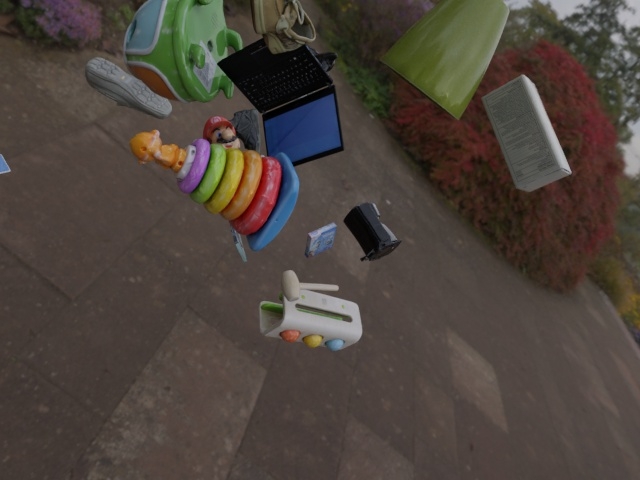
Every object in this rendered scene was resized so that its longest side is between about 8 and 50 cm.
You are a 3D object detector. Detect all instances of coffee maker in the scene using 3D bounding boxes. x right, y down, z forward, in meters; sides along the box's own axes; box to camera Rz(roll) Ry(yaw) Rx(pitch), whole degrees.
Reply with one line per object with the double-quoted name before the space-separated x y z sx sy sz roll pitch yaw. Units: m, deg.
"coffee maker" 0.163 -0.033 1.833 0.178 0.120 0.171 56 25 18

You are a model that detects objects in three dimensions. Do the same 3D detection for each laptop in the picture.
"laptop" -0.094 -0.312 1.255 0.264 0.234 0.137 45 47 -36

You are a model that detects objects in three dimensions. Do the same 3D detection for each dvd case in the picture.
"dvd case" -0.253 -0.003 1.664 0.087 0.013 0.120 73 -3 -47

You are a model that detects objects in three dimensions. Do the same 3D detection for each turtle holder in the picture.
"turtle holder" -0.334 -0.486 1.284 0.227 0.321 0.243 2 10 16

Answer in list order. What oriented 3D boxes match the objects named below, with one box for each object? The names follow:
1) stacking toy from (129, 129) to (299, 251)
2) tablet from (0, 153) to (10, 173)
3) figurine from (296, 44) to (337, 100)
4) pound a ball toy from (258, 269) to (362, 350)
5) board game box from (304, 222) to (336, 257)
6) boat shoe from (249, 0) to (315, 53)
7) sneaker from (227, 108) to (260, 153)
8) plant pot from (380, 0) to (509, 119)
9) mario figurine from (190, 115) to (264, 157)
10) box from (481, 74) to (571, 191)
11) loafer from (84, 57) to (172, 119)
"stacking toy" -0.205 -0.121 1.006 0.301 0.175 0.166 22 23 -29
"tablet" -0.692 -0.151 1.122 0.083 0.006 0.054 -23 65 -38
"figurine" -0.055 -0.547 1.817 0.092 0.215 0.209 29 3 -42
"pound a ball toy" -0.019 0.209 1.483 0.319 0.208 0.136 18 52 -36
"board game box" 0.000 0.000 1.548 0.090 0.090 0.020 -25 56 -29
"boat shoe" -0.065 -0.394 0.924 0.285 0.089 0.105 -56 142 -82
"sneaker" -0.297 -0.399 2.108 0.130 0.087 0.228 -6 79 -12
"plant pot" 0.358 -0.526 1.469 0.274 0.294 0.275 34 17 -12
"mario figurine" -0.295 -0.272 1.793 0.198 0.170 0.321 -2 67 -63
"box" 0.617 -0.317 1.641 0.121 0.147 0.311 3 68 -52
"loafer" -0.670 -0.515 1.906 0.319 0.111 0.112 32 49 -4
